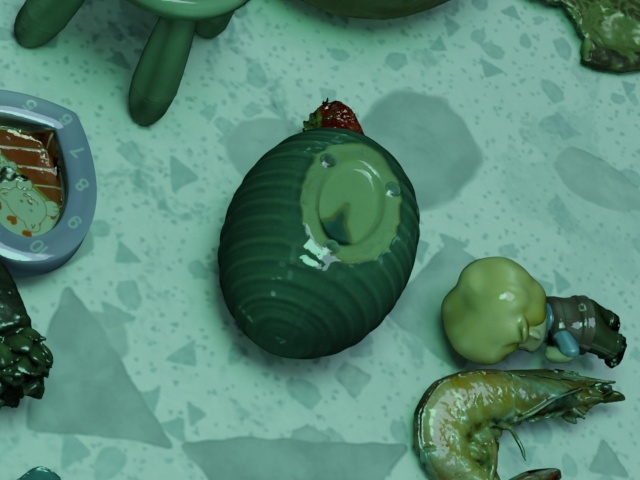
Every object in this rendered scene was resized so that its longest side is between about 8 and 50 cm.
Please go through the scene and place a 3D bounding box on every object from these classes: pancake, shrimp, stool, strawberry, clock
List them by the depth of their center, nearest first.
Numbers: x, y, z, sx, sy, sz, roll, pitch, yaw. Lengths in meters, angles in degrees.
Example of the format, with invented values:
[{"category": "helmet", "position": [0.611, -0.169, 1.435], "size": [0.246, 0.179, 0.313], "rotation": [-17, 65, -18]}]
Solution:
[{"category": "clock", "position": [-0.294, -0.062, 1.720], "size": [0.198, 0.064, 0.172], "rotation": [44, 54, 2]}, {"category": "stool", "position": [-0.170, -0.259, 1.808], "size": [0.195, 0.198, 0.195], "rotation": [33, 56, -4]}, {"category": "shrimp", "position": [0.206, 0.193, 1.831], "size": [0.251, 0.052, 0.143], "rotation": [-8, 78, -20]}, {"category": "strawberry", "position": [0.020, -0.104, 1.893], "size": [0.083, 0.073, 0.073], "rotation": [26, 54, -26]}, {"category": "pancake", "position": [0.332, -0.298, 2.167], "size": [0.212, 0.029, 0.235], "rotation": [-31, 79, -35]}]

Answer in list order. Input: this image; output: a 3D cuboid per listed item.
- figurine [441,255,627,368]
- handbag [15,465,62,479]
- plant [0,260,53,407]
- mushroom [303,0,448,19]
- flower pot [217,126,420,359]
[{"category": "figurine", "position": [0.217, 0.081, 1.863], "size": [0.196, 0.108, 0.114], "rotation": [16, 48, -27]}, {"category": "handbag", "position": [-0.219, 0.302, 1.523], "size": [0.144, 0.057, 0.221], "rotation": [-29, 59, -31]}, {"category": "plant", "position": [-0.295, 0.090, 1.621], "size": [0.094, 0.092, 0.143], "rotation": [-11, 65, -33]}, {"category": "mushroom", "position": [0.059, -0.422, 1.960], "size": [0.362, 0.362, 0.294], "rotation": [9, 18, -21]}, {"category": "flower pot", "position": [0.000, 0.000, 1.769], "size": [0.189, 0.157, 0.243], "rotation": [26, 54, -9]}]
